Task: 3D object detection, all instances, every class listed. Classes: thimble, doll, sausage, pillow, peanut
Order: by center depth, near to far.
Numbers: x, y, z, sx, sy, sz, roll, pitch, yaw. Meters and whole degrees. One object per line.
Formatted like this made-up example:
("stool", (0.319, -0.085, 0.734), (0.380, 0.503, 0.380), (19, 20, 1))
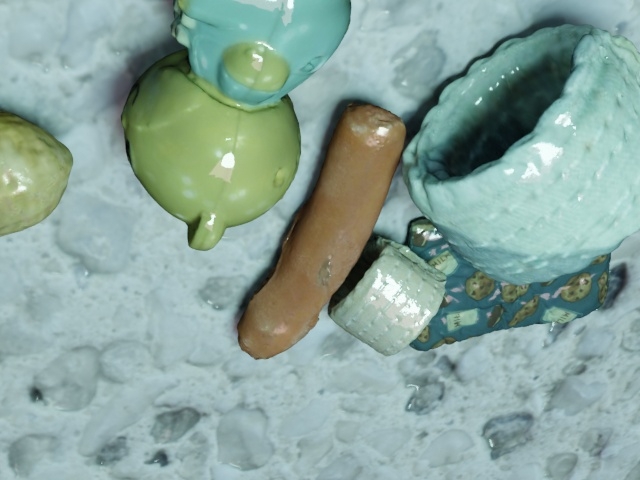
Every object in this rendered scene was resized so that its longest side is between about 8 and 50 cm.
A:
("doll", (-0.078, -0.134, 0.861), (0.161, 0.177, 0.261), (12, 118, -21))
("peanut", (-0.331, -0.046, 0.891), (0.224, 0.129, 0.129), (-22, 128, 0))
("thimble", (0.207, -0.087, 0.946), (0.250, 0.205, 0.172), (-37, 122, 14))
("sausage", (0.002, 0.000, 1.040), (0.087, 0.079, 0.327), (6, 126, -31))
("thimble", (0.067, 0.059, 1.072), (0.090, 0.102, 0.115), (35, 119, -8))
("pillow", (0.218, 0.037, 1.154), (0.255, 0.034, 0.189), (-11, 130, -8))
